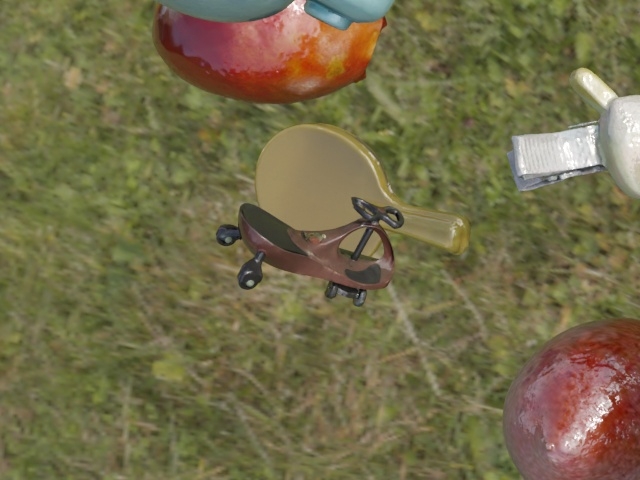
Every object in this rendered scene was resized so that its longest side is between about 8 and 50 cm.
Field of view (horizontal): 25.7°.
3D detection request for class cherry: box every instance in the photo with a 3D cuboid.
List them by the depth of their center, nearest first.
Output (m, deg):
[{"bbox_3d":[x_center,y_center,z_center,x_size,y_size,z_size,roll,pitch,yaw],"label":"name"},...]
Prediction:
[{"bbox_3d":[0.306,0.192,1.593,0.239,0.239,0.206,-38,45,21],"label":"cherry"}]

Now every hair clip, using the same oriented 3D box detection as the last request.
[{"bbox_3d":[0.322,-0.118,1.585,0.218,0.071,0.159,-10,89,0],"label":"hair clip"}]

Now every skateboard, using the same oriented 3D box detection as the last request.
[{"bbox_3d":[0.000,0.000,1.097,0.080,0.151,0.067,-61,36,24],"label":"skateboard"}]

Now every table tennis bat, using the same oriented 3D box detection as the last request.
[{"bbox_3d":[0.049,-0.044,1.834,0.321,0.050,0.198,16,116,27],"label":"table tennis bat"}]

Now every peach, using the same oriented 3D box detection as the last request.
[{"bbox_3d":[-0.073,-0.328,2.040,0.338,0.281,0.281,8,82,-1],"label":"peach"}]

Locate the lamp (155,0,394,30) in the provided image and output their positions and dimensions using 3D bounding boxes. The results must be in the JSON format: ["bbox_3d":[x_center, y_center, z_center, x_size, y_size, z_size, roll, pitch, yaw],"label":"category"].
[{"bbox_3d":[-0.068,-0.232,1.008,0.209,0.284,0.147,-137,56,-59],"label":"lamp"}]

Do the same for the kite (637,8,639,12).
[{"bbox_3d":[0.238,-0.235,0.462,0.014,0.368,0.406,38,87,0],"label":"kite"}]
